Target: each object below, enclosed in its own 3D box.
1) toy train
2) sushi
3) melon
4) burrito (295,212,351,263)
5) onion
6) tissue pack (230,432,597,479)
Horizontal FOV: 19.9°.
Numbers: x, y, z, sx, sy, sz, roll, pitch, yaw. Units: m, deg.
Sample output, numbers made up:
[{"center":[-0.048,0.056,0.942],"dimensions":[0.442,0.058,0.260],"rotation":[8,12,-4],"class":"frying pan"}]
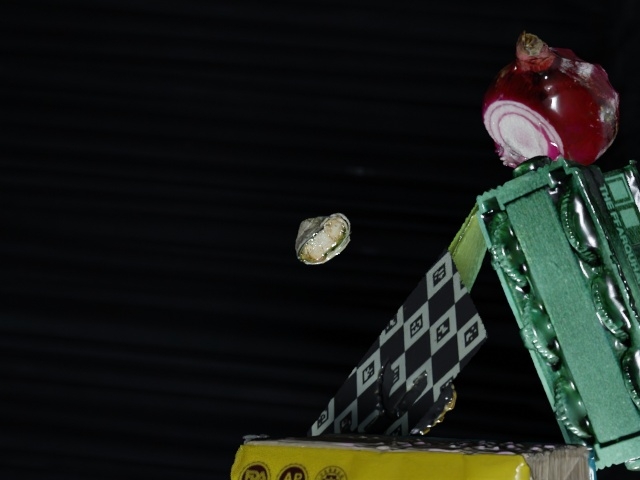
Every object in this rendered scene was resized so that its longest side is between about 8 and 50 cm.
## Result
[{"center":[0.290,0.064,1.844],"dimensions":[0.178,0.138,0.330],"rotation":[-15,-98,-52],"class":"toy train"},{"center":[0.089,0.165,1.917],"dimensions":[0.279,0.043,0.192],"rotation":[-54,23,18],"class":"sushi"},{"center":[0.158,0.027,2.167],"dimensions":[0.114,0.053,0.262],"rotation":[-34,-25,-48],"class":"melon"},{"center":[0.000,0.000,1.725],"dimensions":[0.055,0.041,0.149],"rotation":[-60,5,-3],"class":"burrito"},{"center":[0.285,-0.186,2.228],"dimensions":[0.135,0.173,0.198],"rotation":[-46,-40,-36],"class":"onion"},{"center":[0.071,0.249,1.428],"dimensions":[0.134,0.271,0.192],"rotation":[3,-95,-55],"class":"tissue pack"}]
